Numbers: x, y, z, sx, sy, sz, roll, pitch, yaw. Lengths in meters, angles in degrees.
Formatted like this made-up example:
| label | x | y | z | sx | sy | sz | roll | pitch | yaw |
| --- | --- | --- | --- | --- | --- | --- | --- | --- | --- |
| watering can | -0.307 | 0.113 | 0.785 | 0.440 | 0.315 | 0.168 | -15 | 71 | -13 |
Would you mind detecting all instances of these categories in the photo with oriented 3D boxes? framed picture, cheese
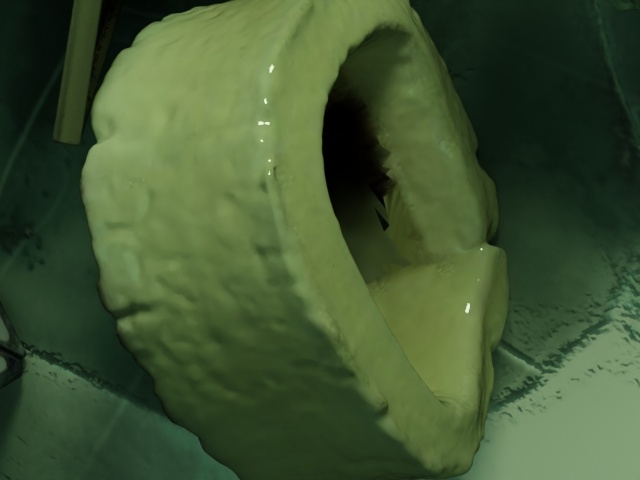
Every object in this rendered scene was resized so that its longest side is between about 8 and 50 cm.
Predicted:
| label | x | y | z | sx | sy | sz | roll | pitch | yaw |
| --- | --- | --- | --- | --- | --- | --- | --- | --- | --- |
| framed picture | -0.133 | -0.211 | 1.134 | 0.020 | 0.289 | 0.211 | 11 | 115 | -5 |
| cheese | 0.003 | -0.002 | 1.136 | 0.153 | 0.292 | 0.332 | -11 | 114 | 29 |

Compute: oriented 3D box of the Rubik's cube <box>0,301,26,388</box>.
| label | x | y | z | sx | sy | sz | roll | pitch | yaw |
| --- | --- | --- | --- | --- | --- | --- | --- | --- | --- |
| Rubik's cube | -0.436 | 0.073 | 1.392 | 0.260 | 0.259 | 0.254 | -24 | 97 | 32 |

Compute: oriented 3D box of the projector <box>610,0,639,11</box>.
| label | x | y | z | sx | sy | sz | roll | pitch | yaw |
| --- | --- | --- | --- | --- | --- | --- | --- | --- | --- |
| projector | 0.231 | -0.270 | 0.972 | 0.250 | 0.108 | 0.198 | -27 | 117 | 22 |
